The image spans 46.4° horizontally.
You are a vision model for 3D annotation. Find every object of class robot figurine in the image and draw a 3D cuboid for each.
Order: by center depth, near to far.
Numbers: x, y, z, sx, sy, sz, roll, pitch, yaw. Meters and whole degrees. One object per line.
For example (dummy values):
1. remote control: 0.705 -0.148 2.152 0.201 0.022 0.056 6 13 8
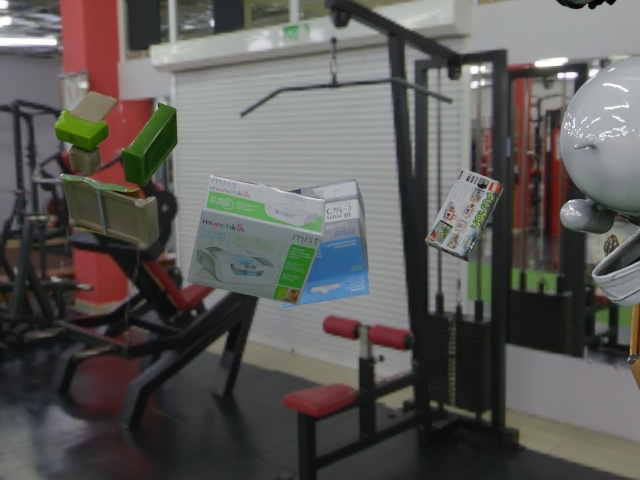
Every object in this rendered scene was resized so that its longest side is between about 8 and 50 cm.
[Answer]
1. robot figurine: 0.447 -0.122 0.997 0.353 0.300 0.200 14 28 -52

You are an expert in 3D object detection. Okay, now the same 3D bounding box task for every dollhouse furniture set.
1. dollhouse furniture set: -0.417 -0.146 1.554 0.197 0.302 0.151 18 49 6

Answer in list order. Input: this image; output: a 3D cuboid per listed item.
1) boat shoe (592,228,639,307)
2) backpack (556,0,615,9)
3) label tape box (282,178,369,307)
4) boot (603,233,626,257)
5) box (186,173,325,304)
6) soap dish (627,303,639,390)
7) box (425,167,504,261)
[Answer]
1. boat shoe: 0.542 -0.002 1.161 0.084 0.258 0.095 40 13 -21
2. backpack: 0.411 -0.429 1.097 0.115 0.152 0.182 -15 5 -16
3. label tape box: 0.000 0.000 2.003 0.240 0.106 0.334 -10 47 9
4. boot: 0.865 0.089 2.013 0.165 0.213 0.077 15 -42 -16
5. box: -0.142 -0.001 1.645 0.261 0.231 0.127 13 43 -10
6. soap dish: 0.733 0.161 1.493 0.229 0.118 0.291 -43 12 43
7. box: 0.349 -0.063 1.801 0.114 0.207 0.036 25 -11 21
